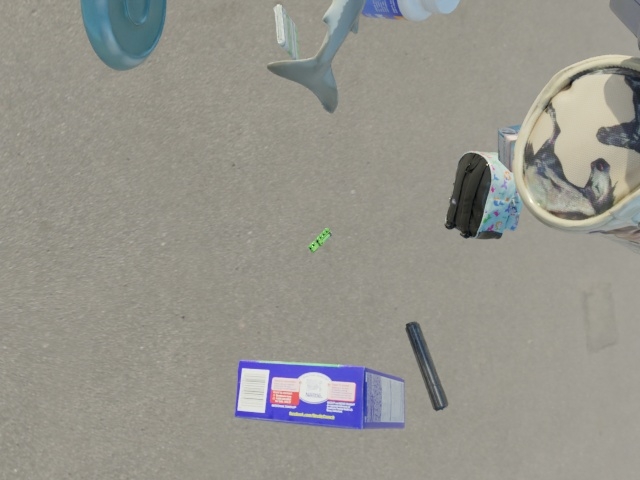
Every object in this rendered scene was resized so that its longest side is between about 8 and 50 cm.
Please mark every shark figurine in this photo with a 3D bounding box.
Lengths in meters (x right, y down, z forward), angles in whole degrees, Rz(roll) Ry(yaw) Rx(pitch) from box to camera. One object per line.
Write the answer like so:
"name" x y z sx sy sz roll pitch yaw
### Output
"shark figurine" 0.041 -0.286 0.598 0.116 0.166 0.278 1 93 -42

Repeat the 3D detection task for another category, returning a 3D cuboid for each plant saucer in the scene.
"plant saucer" -0.433 -0.549 1.291 0.317 0.044 0.317 12 90 -79

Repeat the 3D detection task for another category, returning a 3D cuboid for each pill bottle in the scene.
"pill bottle" 0.194 -0.607 1.347 0.152 0.272 0.152 -25 126 -39

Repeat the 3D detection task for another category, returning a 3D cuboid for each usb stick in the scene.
"usb stick" 0.325 0.386 1.738 0.077 0.045 0.277 12 57 -61

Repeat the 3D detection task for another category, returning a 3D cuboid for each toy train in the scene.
"toy train" 0.000 0.000 1.435 0.023 0.017 0.083 46 61 -2

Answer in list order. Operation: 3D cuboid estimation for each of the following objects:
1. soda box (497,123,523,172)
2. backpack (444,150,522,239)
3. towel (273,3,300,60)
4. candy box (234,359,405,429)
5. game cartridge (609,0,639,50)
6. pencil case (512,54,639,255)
"soda box" 0.383 -0.161 0.905 0.183 0.063 0.058 -10 119 0
"backpack" 0.504 -0.145 1.725 0.191 0.225 0.253 -3 109 -16
"towel" -0.089 -0.550 1.521 0.152 0.023 0.113 17 68 -75
"candy box" 0.014 0.327 1.188 0.317 0.268 0.122 40 52 -62
"game cartridge" 0.366 -0.094 0.338 0.230 0.068 0.355 -12 53 -4
"pencil case" 0.367 -0.048 0.611 0.410 0.160 0.183 15 33 -41
